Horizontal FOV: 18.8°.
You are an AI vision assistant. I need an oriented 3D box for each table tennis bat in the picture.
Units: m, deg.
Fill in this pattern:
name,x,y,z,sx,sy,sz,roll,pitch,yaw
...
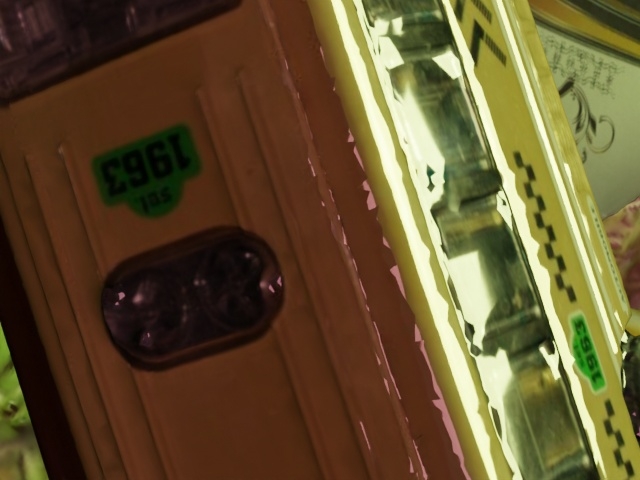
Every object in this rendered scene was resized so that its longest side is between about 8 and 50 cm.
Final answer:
name,x,y,z,sx,sy,sz,roll,pitch,yaw
table tennis bat,0.139,-0.128,0.873,0.301,0.022,0.173,-46,112,-10

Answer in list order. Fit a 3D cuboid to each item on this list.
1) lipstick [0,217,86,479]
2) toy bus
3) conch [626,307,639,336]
name,x,y,z,sx,sy,sz,roll,pitch,yaw
lipstick,-0.072,0.095,0.726,0.057,0.057,0.356,-15,84,-22
toy bus,0.000,0.000,0.672,0.202,0.177,0.365,-16,86,-60
conch,0.131,0.116,0.829,0.183,0.149,0.275,-31,104,-32
